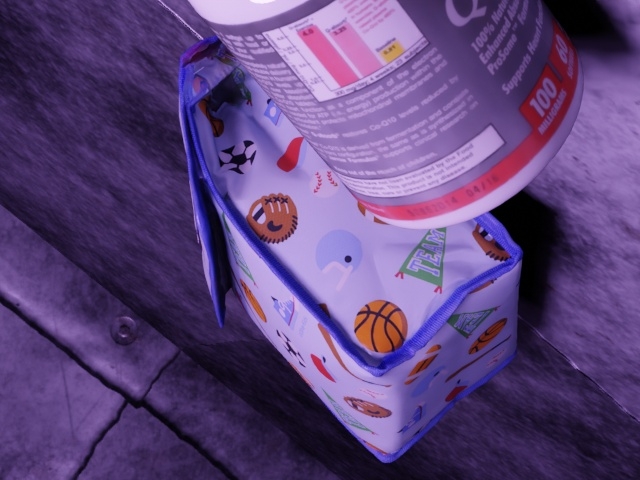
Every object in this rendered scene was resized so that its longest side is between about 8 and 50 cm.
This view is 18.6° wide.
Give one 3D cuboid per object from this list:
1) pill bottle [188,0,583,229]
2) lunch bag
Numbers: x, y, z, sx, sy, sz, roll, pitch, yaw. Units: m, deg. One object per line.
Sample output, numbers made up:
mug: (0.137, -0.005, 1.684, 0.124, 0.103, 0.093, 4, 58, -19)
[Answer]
pill bottle: (0.024, -0.192, 1.433, 0.210, 0.210, 0.363, 15, 153, 49)
lunch bag: (0.000, 0.000, 1.973, 0.385, 0.239, 0.328, 48, 167, 17)
